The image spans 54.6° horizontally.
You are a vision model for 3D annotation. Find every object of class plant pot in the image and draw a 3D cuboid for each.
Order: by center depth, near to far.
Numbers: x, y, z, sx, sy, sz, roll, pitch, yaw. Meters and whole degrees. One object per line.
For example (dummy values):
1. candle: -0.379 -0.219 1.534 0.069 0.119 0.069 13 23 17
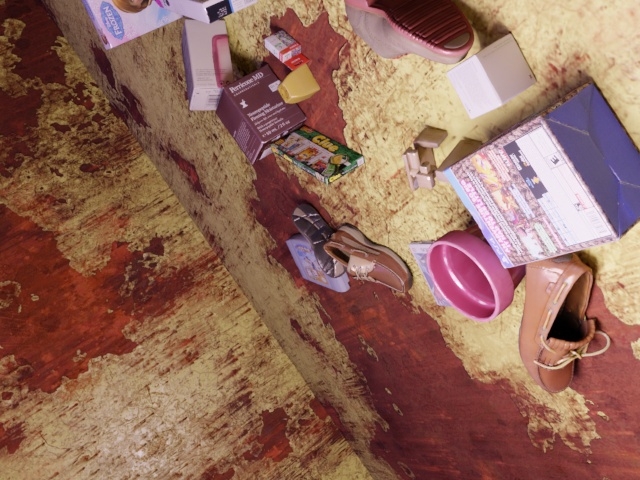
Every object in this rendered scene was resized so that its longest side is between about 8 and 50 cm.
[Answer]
1. plant pot: 0.359 0.042 1.328 0.201 0.180 0.201 43 154 27
2. plant pot: -0.067 -0.416 1.678 0.081 0.083 0.081 58 157 -8

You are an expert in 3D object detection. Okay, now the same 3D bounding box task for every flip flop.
1. flip flop: 0.000 0.000 2.080 0.277 0.112 0.080 53 175 9

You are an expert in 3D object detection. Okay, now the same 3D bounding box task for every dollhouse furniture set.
1. dollhouse furniture set: 0.268 -0.146 1.341 0.151 0.144 0.123 15 141 37

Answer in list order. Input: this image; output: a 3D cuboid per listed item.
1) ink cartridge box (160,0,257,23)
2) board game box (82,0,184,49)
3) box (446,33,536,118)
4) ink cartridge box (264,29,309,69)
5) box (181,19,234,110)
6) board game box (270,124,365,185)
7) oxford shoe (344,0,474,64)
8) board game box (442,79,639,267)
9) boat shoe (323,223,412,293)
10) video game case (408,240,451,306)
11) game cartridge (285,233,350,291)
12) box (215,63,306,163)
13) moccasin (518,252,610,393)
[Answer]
1. ink cartridge box: -0.336 -0.692 1.736 0.333 0.165 0.065 35 151 41
2. board game box: -0.580 -0.794 1.882 0.066 0.318 0.318 18 137 55
3. box: 0.303 -0.290 1.102 0.102 0.101 0.087 60 156 -8
4. ink cartridge box: -0.087 -0.502 1.630 0.115 0.063 0.029 46 157 22
5. box: -0.346 -0.535 1.898 0.148 0.127 0.232 139 124 -68
6. board game box: -0.012 -0.243 1.733 0.260 0.136 0.030 34 145 39
7. oxford shoe: 0.170 -0.408 1.203 0.348 0.123 0.130 50 162 40
8. board game box: 0.401 -0.103 1.107 0.232 0.141 0.291 57 157 -2
9. boat shoe: 0.136 0.072 1.876 0.324 0.120 0.122 35 149 41
10. video game case: 0.333 0.092 1.644 0.201 0.023 0.183 62 156 -13
11. game cartridge: -0.018 0.072 2.262 0.297 0.062 0.198 15 138 57
12. box: -0.180 -0.372 1.846 0.203 0.168 0.167 54 158 3
13. moccasin: 0.511 0.185 1.301 0.147 0.139 0.380 42 145 49
